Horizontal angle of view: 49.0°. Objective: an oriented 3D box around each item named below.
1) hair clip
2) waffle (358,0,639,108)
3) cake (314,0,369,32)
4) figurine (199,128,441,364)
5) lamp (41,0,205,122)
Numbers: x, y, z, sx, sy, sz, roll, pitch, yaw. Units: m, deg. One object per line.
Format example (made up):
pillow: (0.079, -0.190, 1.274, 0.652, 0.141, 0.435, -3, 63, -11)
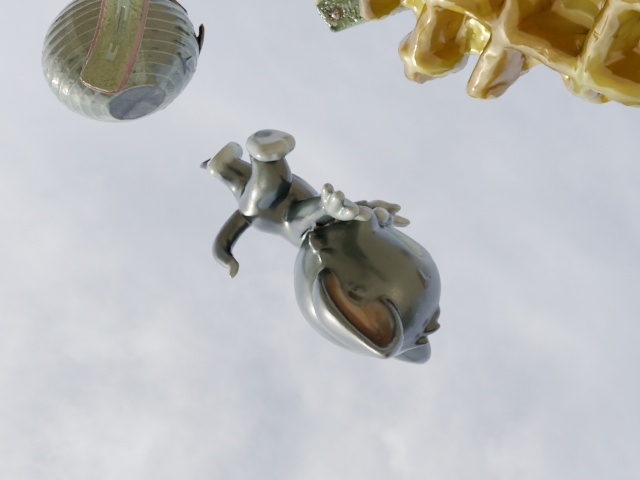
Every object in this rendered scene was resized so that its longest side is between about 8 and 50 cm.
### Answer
hair clip: (-0.221, -0.228, 0.759, 0.054, 0.022, 0.137, 17, -82, 9)
waffle: (0.087, -0.187, 0.274, 0.065, 0.283, 0.309, -30, -74, -33)
cake: (0.116, -0.491, 1.242, 0.284, 0.172, 0.158, -24, -81, 4)
figurine: (-0.005, 0.002, 0.601, 0.265, 0.193, 0.140, 26, -96, 10)
lamp: (-0.333, -0.320, 1.185, 0.265, 0.233, 0.233, -25, -107, 13)
